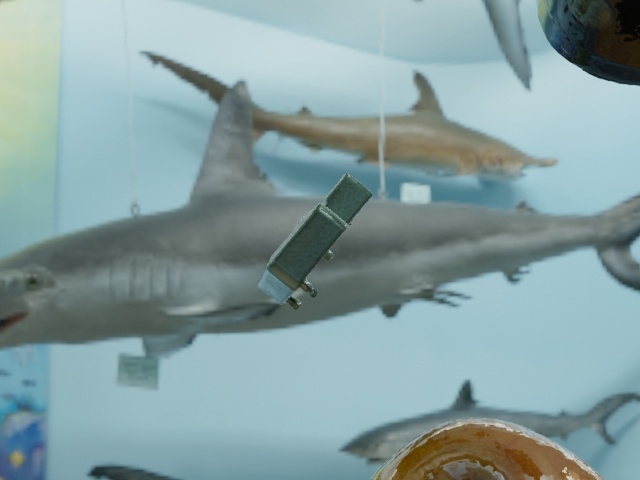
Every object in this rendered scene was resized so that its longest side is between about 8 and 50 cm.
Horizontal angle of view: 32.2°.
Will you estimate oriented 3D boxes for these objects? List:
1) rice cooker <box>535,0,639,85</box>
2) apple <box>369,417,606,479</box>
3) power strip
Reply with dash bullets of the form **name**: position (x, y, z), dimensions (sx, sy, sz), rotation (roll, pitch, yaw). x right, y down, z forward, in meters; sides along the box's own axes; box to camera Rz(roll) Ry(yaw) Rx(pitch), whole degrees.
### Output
- **rice cooker**: position (0.331, -0.281, 1.010), dimensions (0.267, 0.267, 0.224), rotation (0, -28, -7)
- **apple**: position (0.178, 0.329, 1.110), dimensions (0.299, 0.299, 0.275), rotation (-12, -51, 27)
- **power strip**: position (0.000, 0.000, 1.176), dimensions (0.061, 0.145, 0.216), rotation (38, -8, -1)
